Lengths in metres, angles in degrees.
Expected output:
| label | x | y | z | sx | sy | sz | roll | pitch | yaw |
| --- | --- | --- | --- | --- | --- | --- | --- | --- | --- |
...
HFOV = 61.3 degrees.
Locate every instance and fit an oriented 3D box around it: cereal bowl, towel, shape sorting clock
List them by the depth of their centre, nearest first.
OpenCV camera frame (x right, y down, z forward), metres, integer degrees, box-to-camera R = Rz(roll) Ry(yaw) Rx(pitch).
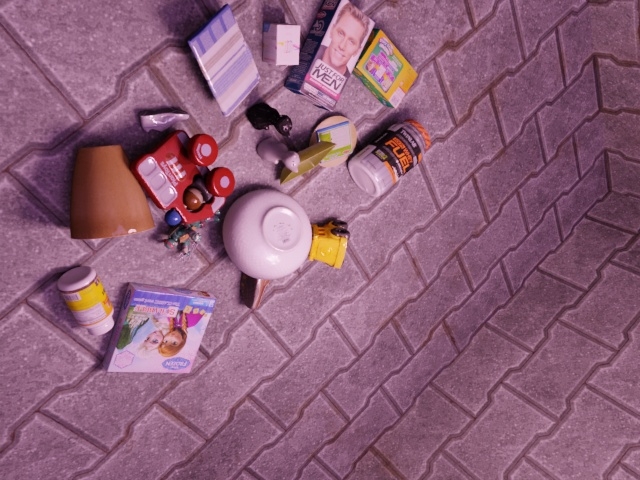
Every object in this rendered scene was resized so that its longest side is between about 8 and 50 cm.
| label | x | y | z | sx | sy | sz | roll | pitch | yaw |
| --- | --- | --- | --- | --- | --- | --- | --- | --- | --- |
| towel | -0.293 | -0.553 | 1.677 | 0.209 | 0.034 | 0.285 | -57 | 148 | -25 |
| cereal bowl | -0.167 | -0.030 | 1.930 | 0.339 | 0.141 | 0.338 | 8 | 75 | -33 |
| shape sorting clock | 0.049 | -0.381 | 2.085 | 0.206 | 0.040 | 0.206 | -14 | 120 | -24 |

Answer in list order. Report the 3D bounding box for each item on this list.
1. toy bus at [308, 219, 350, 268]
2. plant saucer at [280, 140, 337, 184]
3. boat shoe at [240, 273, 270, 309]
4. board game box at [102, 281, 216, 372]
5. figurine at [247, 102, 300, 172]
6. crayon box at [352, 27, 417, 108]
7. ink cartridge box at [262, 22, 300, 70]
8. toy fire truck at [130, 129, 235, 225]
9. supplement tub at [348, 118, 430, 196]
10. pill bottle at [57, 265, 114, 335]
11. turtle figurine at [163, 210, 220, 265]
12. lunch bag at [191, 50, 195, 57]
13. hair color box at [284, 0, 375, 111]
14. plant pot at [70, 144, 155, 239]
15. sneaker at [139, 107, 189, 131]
| label | x | y | z | sx | sy | sz | roll | pitch | yaw |
| --- | --- | --- | --- | --- | --- | --- | --- | --- | --- |
| toy bus | 0.000 | 0.000 | 2.162 | 0.212 | 0.220 | 0.149 | 9 | 113 | -5 |
| plant saucer | -0.056 | -0.293 | 1.975 | 0.188 | 0.188 | 0.045 | -33 | 87 | -34 |
| boat shoe | -0.218 | 0.115 | 2.074 | 0.117 | 0.123 | 0.324 | 0 | 113 | -40 |
| board game box | -0.571 | 0.321 | 1.938 | 0.319 | 0.066 | 0.317 | 12 | 103 | -40 |
| figurine | -0.145 | -0.345 | 1.842 | 0.092 | 0.209 | 0.214 | -29 | 126 | -23 |
| crayon box | 0.236 | -0.655 | 2.068 | 0.278 | 0.081 | 0.165 | 33 | 89 | -42 |
| ink cartridge box | -0.130 | -0.641 | 1.790 | 0.090 | 0.092 | 0.143 | -14 | 120 | -33 |
| toy fire truck | -0.428 | -0.184 | 1.687 | 0.254 | 0.170 | 0.302 | -51 | 134 | -31 |
| supplement tub | 0.282 | -0.339 | 2.182 | 0.316 | 0.194 | 0.193 | -42 | 130 | -15 |
| pill bottle | -0.736 | 0.196 | 1.717 | 0.117 | 0.117 | 0.214 | -27 | 126 | -24 |
| turtle figurine | -0.442 | -0.022 | 1.823 | 0.118 | 0.175 | 0.234 | 47 | 67 | -10 |
| lunch bag | -0.356 | -0.597 | 1.653 | 0.053 | 0.071 | 0.083 | -7 | 114 | -37 |
| hair color box | 0.032 | -0.653 | 1.900 | 0.174 | 0.105 | 0.347 | 20 | 98 | -42 |
| plant pot | -0.624 | -0.148 | 1.586 | 0.237 | 0.237 | 0.254 | -12 | 103 | -33 |
| sneaker | -0.484 | -0.375 | 1.683 | 0.152 | 0.053 | 0.061 | -13 | 128 | -26 |
